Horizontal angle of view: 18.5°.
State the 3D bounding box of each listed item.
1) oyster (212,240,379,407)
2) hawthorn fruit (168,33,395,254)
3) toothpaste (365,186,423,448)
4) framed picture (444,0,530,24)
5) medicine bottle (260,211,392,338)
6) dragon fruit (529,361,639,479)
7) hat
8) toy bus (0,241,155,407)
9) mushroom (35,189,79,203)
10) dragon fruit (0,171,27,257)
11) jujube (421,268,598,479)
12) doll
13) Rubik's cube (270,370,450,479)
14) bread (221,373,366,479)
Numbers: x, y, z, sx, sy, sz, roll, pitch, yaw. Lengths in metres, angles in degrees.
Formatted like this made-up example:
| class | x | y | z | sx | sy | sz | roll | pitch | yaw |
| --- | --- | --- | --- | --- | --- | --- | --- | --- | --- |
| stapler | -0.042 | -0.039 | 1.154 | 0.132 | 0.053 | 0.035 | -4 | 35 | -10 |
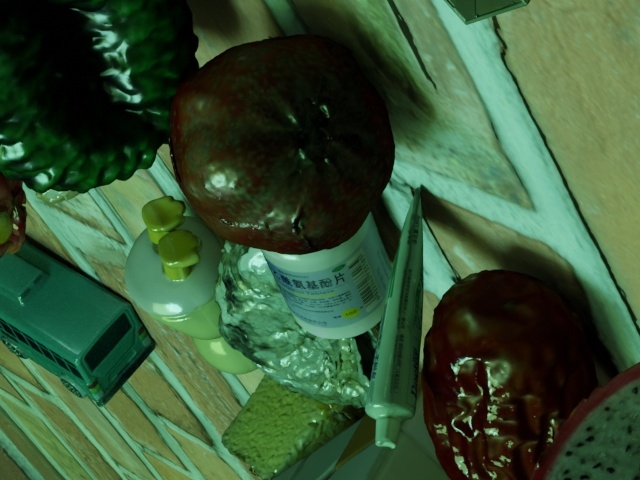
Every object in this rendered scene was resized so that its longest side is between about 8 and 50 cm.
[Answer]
| class | x | y | z | sx | sy | sz | roll | pitch | yaw |
| --- | --- | --- | --- | --- | --- | --- | --- | --- | --- |
| oyster | -0.032 | 0.068 | 1.947 | 0.198 | 0.112 | 0.267 | 18 | 148 | 51 |
| hawthorn fruit | -0.045 | -0.078 | 1.546 | 0.181 | 0.181 | 0.235 | 49 | 161 | -21 |
| toothpaste | 0.066 | 0.064 | 1.607 | 0.041 | 0.218 | 0.064 | 7 | 157 | 2 |
| framed picture | 0.096 | -0.172 | 1.290 | 0.066 | 0.006 | 0.089 | 45 | 162 | -13 |
| medicine bottle | 0.000 | 0.000 | 1.732 | 0.103 | 0.103 | 0.186 | 31 | 159 | 31 |
| dragon fruit | 0.305 | 0.225 | 1.352 | 0.305 | 0.305 | 0.226 | 21 | 160 | 48 |
| hat | -0.261 | -0.196 | 1.641 | 0.332 | 0.242 | 0.274 | 39 | 151 | 54 |
| toy bus | -0.367 | 0.101 | 2.689 | 0.256 | 0.128 | 0.147 | 29 | 156 | 29 |
| mushroom | -0.359 | -0.151 | 2.143 | 0.278 | 0.096 | 0.099 | 40 | 164 | -9 |
| dragon fruit | -0.465 | -0.075 | 2.242 | 0.291 | 0.250 | 0.269 | 35 | -165 | 12 |
| jujube | 0.160 | 0.123 | 1.621 | 0.155 | 0.155 | 0.230 | 30 | 148 | 32 |
| doll | -0.117 | 0.059 | 2.122 | 0.141 | 0.117 | 0.296 | 56 | -174 | 33 |
| Rubik's cube | 0.073 | 0.398 | 1.937 | 0.346 | 0.347 | 0.344 | 46 | 129 | -7 |
| bread | -0.021 | 0.211 | 2.215 | 0.152 | 0.147 | 0.127 | 35 | 175 | 39 |
